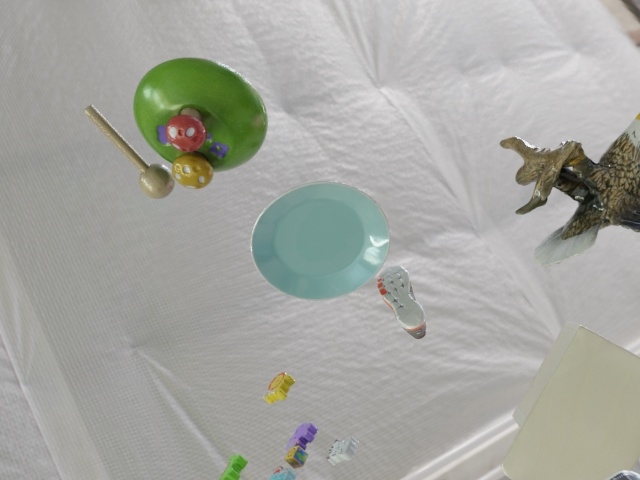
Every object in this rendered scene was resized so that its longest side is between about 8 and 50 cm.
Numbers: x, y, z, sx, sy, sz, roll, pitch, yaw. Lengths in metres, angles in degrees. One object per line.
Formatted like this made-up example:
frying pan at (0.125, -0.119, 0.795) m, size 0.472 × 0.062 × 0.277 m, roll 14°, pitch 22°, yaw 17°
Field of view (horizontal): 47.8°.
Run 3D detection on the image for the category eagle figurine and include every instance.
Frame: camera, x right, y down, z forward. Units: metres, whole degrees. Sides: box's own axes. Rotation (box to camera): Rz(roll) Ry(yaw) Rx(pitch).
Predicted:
eagle figurine at (0.419, -0.077, 0.946) m, size 0.299 × 0.225 × 0.226 m, roll 13°, pitch -133°, yaw -14°

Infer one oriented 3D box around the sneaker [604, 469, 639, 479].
sneaker at (0.251, 0.181, 0.447) m, size 0.235 × 0.090 × 0.095 m, roll 24°, pitch -166°, yaw -48°

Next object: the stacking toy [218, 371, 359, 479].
stacking toy at (-0.047, 0.327, 1.065) m, size 0.167 × 0.052 × 0.221 m, roll 46°, pitch -136°, yaw -13°

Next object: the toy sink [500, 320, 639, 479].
toy sink at (0.373, 0.255, 1.036) m, size 0.153 × 0.131 × 0.234 m, roll 28°, pitch -90°, yaw 10°

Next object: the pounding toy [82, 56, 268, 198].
pounding toy at (-0.189, -0.127, 0.959) m, size 0.183 × 0.237 × 0.110 m, roll 51°, pitch -148°, yaw -37°

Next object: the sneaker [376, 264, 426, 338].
sneaker at (0.142, 0.111, 1.255) m, size 0.061 × 0.064 × 0.157 m, roll -21°, pitch -138°, yaw 4°

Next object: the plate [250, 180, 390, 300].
plate at (0.000, 0.000, 0.969) m, size 0.188 × 0.188 × 0.024 m, roll 16°, pitch -151°, yaw -15°
